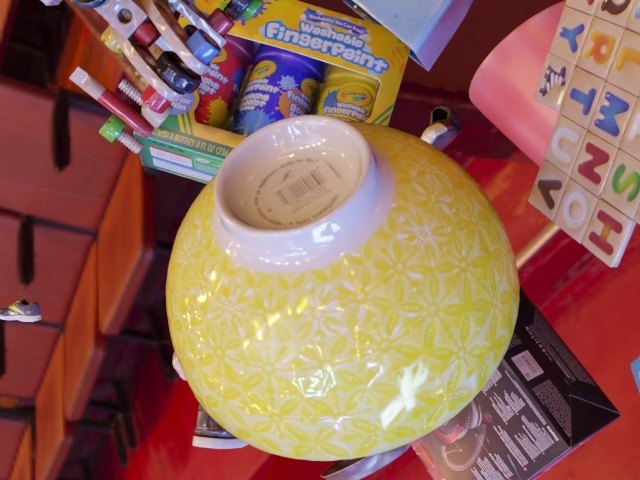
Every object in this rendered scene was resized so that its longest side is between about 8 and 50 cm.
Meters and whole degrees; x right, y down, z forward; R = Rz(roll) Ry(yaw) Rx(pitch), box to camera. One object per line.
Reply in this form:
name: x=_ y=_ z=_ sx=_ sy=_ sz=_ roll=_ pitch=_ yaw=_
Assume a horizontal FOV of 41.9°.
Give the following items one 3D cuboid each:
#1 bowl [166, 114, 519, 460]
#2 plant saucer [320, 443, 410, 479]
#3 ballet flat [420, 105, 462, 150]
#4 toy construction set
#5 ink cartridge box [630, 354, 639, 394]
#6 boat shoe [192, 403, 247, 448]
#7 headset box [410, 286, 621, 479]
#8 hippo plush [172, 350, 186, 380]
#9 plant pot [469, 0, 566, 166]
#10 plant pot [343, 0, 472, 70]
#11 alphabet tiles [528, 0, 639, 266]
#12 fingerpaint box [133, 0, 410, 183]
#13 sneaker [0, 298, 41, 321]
bowl: x=0.000 y=0.000 z=0.633 sx=0.289 sy=0.289 sz=0.156 roll=59 pitch=174 yaw=42
plant saucer: x=0.095 y=0.396 z=1.534 sx=0.036 sy=0.199 sz=0.198 roll=60 pitch=143 yaw=7
ballet flat: x=0.147 y=-0.140 z=1.073 sx=0.057 sy=0.173 sz=0.049 roll=-41 pitch=90 yaw=19
toy construction set: x=-0.258 y=-0.283 z=1.101 sx=0.309 sy=0.237 sz=0.257 roll=-38 pitch=20 yaw=41
ink cartridge box: x=0.730 y=0.233 z=1.381 sx=0.395 sy=0.166 sz=0.285 roll=119 pitch=155 yaw=-45
boat shoe: x=-0.106 y=0.280 z=1.295 sx=0.081 sy=0.228 sz=0.068 roll=-4 pitch=80 yaw=33
headset box: x=0.221 y=0.230 z=1.131 sx=0.218 sy=0.110 sz=0.293 roll=55 pitch=142 yaw=23
hippo plush: x=-0.089 y=0.185 z=1.340 sx=0.294 sy=0.236 sz=0.234 roll=-34 pitch=17 yaw=47
plant pot: x=0.436 y=-0.237 z=1.440 sx=0.243 sy=0.275 sz=0.275 roll=59 pitch=139 yaw=22
plant pot: x=0.189 y=-0.522 z=1.642 sx=0.248 sy=0.247 sz=0.252 roll=42 pitch=100 yaw=9
alphabet tiles: x=0.221 y=-0.111 z=0.610 sx=0.198 sy=0.009 sz=0.237 roll=-125 pitch=44 yaw=-56
fingerpaint box: x=-0.084 y=-0.274 z=1.626 sx=0.163 sy=0.445 sz=0.371 roll=105 pitch=-177 yaw=-71
sneaker: x=-0.491 y=0.112 z=1.358 sx=0.031 sy=0.083 sz=0.035 roll=0 pitch=-86 yaw=-81
